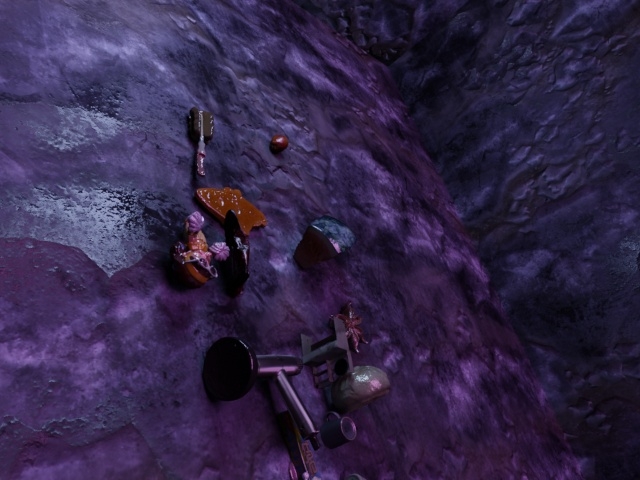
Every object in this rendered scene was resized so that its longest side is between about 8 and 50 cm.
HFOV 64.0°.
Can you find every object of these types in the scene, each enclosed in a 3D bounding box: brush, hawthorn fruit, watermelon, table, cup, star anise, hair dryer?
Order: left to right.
[{"bbox_3d":[-0.395,-0.322,1.694,0.084,0.071,0.301,16,49,-32],"label":"brush"},{"bbox_3d":[-0.168,-0.388,2.063,0.077,0.077,0.077,35,38,-32],"label":"hawthorn fruit"},{"bbox_3d":[-0.104,0.383,1.323,0.320,0.155,0.284,24,12,-49],"label":"hair dryer"},{"bbox_3d":[0.000,0.000,1.862,0.148,0.226,0.318,54,-2,-4],"label":"watermelon"},{"bbox_3d":[0.017,0.347,1.575,0.062,0.146,0.175,28,41,-40],"label":"table"},{"bbox_3d":[0.050,0.550,1.504,0.078,0.077,0.100,5,58,-53],"label":"cup"},{"bbox_3d":[0.097,0.315,1.804,0.171,0.063,0.208,61,28,0],"label":"star anise"}]

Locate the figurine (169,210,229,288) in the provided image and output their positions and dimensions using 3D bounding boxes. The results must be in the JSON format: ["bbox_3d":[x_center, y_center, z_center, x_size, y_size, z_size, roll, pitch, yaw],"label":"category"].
[{"bbox_3d":[-0.341,0.027,1.401,0.174,0.116,0.240,55,21,-40],"label":"figurine"}]

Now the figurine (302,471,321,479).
[{"bbox_3d":[-0.026,0.675,1.219,0.141,0.162,0.236,9,37,4],"label":"figurine"}]

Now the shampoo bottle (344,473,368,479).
[{"bbox_3d":[0.171,0.762,1.471,0.262,0.085,0.085,41,35,-25],"label":"shampoo bottle"}]

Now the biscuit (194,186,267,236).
[{"bbox_3d":[-0.288,-0.099,1.660,0.280,0.043,0.183,19,43,-39],"label":"biscuit"}]

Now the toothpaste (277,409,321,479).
[{"bbox_3d":[-0.064,0.553,1.374,0.070,0.044,0.193,7,56,-52],"label":"toothpaste"}]

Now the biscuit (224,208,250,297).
[{"bbox_3d":[-0.242,0.042,1.503,0.063,0.151,0.235,-4,56,-14],"label":"biscuit"}]

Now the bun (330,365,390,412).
[{"bbox_3d":[0.124,0.453,1.593,0.195,0.195,0.118,9,48,-51],"label":"bun"}]
